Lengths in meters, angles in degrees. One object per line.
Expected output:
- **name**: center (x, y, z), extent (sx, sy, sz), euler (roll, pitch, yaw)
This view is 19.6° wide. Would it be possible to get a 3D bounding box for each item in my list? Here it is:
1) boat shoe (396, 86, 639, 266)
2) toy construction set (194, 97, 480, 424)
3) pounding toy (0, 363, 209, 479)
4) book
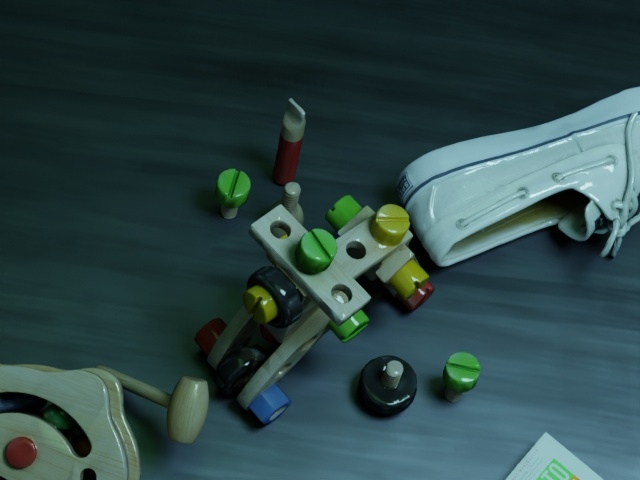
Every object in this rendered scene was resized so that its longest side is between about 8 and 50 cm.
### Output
- **boat shoe**: center (0.273, -0.047, 1.905), extent (0.367, 0.136, 0.156), euler (-14, 63, -12)
- **toy construction set**: center (0.000, 0.000, 1.779), extent (0.257, 0.237, 0.309), euler (-12, 62, -14)
- **pounding toy**: center (-0.241, 0.193, 1.734), extent (0.269, 0.155, 0.154), euler (5, 88, 5)
- **book**: center (0.242, 0.268, 1.782), extent (0.144, 0.035, 0.096), euler (39, 66, 12)
